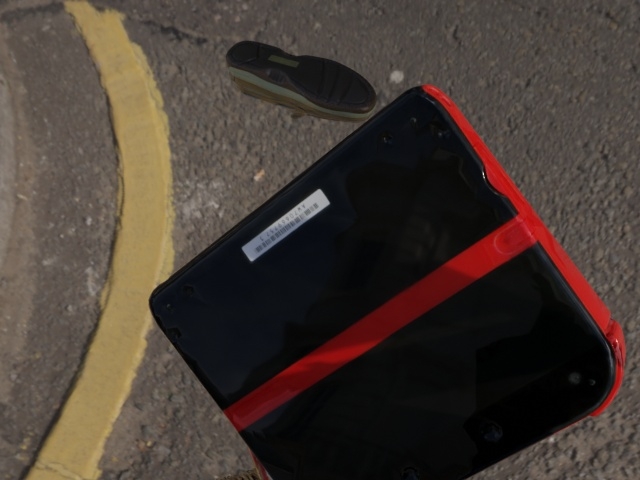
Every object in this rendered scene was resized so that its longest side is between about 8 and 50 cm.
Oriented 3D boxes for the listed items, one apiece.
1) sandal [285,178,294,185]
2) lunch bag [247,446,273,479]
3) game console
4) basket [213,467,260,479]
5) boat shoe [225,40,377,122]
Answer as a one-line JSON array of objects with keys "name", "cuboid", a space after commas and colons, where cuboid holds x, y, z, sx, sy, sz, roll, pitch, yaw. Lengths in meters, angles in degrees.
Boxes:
[{"name": "sandal", "cuboid": [-0.016, 0.001, 1.433, 0.170, 0.416, 0.102, -5, 66, 3]}, {"name": "lunch bag", "cuboid": [-0.064, 0.199, 0.966, 0.120, 0.293, 0.258, -17, 27, -12]}, {"name": "game console", "cuboid": [0.055, 0.093, 0.708, 0.387, 0.060, 0.342, -36, 89, 21]}, {"name": "basket", "cuboid": [-0.113, 0.607, 1.358, 0.299, 0.223, 0.213, 43, 104, 24]}, {"name": "boat shoe", "cuboid": [-0.020, -0.172, 0.831, 0.190, 0.072, 0.068, 26, 58, 20]}]
